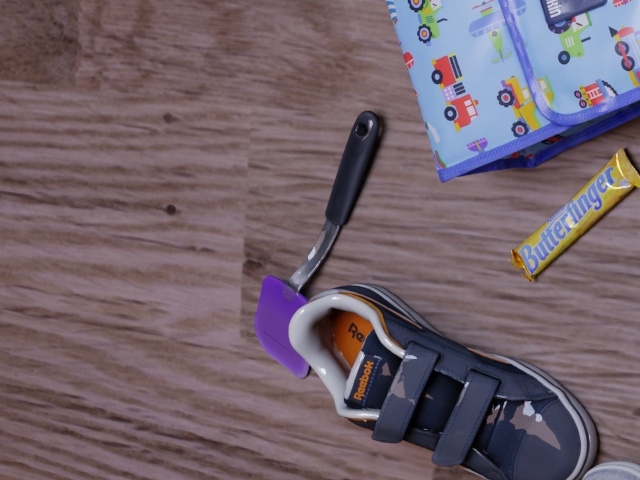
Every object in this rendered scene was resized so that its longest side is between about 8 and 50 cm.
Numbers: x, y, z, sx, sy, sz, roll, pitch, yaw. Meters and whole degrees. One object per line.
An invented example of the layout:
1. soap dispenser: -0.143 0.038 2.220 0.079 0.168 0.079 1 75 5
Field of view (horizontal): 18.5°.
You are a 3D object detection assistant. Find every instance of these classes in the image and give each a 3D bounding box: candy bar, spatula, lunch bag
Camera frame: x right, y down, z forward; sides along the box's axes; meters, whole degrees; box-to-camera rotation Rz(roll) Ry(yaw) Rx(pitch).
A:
1. candy bar: 0.237 -0.021 1.835 0.161 0.018 0.040 -44 69 29
2. spatula: 0.000 0.000 1.999 0.084 0.030 0.296 35 113 31
3. lunch bag: 0.211 -0.203 1.728 0.293 0.138 0.221 -25 80 49

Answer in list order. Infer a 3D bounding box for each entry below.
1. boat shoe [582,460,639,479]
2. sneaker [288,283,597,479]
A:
1. boat shoe: 0.290 0.360 1.779 0.118 0.103 0.320 -11 88 36
2. sneaker: 0.105 0.148 1.882 0.321 0.127 0.126 28 108 29
